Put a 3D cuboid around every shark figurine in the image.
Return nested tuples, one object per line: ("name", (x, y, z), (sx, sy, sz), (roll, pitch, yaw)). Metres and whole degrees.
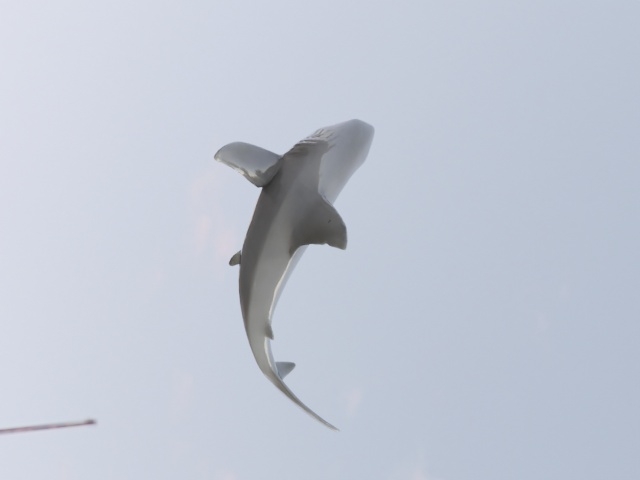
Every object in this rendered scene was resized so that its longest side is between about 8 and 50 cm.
("shark figurine", (-0.017, 0.020, 0.907), (0.116, 0.166, 0.278), (14, -89, 42))
